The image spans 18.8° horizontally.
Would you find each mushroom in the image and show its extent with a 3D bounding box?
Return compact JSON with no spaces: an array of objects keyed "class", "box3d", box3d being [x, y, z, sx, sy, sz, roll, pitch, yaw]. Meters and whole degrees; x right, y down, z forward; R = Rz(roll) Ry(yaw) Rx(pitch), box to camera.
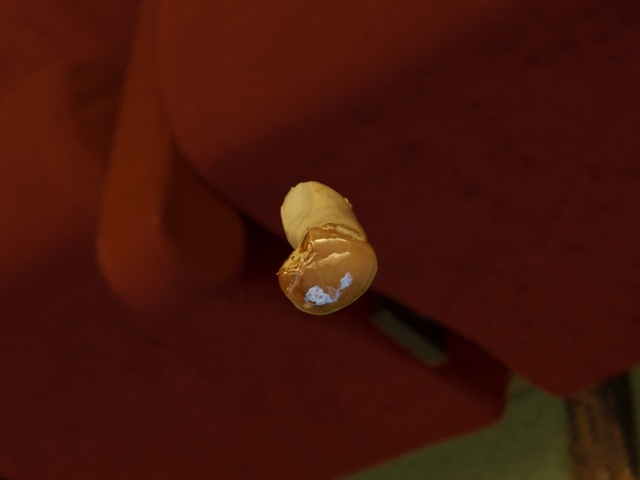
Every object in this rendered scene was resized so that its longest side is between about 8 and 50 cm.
[{"class":"mushroom","box3d":[0.000,0.000,1.693,0.084,0.071,0.209,-49,16,11]}]
